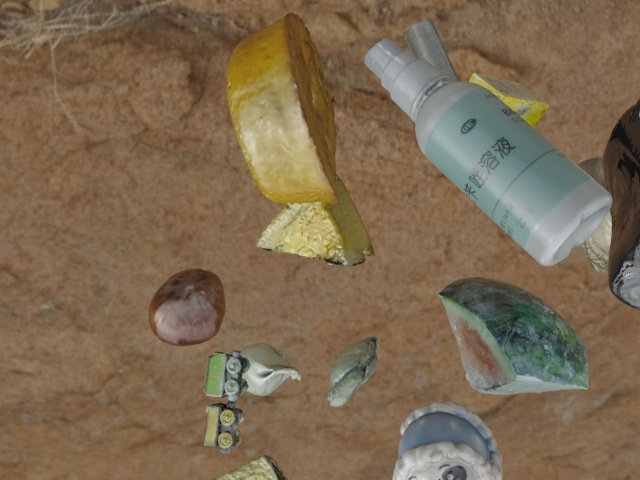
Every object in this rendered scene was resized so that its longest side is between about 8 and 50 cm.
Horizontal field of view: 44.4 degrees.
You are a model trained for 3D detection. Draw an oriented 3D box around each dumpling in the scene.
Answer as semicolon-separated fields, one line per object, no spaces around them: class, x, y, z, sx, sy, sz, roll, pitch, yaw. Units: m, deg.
dumpling;-0.126;0.305;1.866;0.151;0.124;0.228;4;178;-41

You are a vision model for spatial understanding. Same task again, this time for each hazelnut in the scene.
hazelnut;-0.245;0.123;1.452;0.143;0.154;0.143;32;136;37

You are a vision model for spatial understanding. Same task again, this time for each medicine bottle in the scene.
medicine bottle;0.181;-0.125;0.942;0.110;0.352;0.110;-34;156;-18

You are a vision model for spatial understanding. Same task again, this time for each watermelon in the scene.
watermelon;0.422;0.255;1.803;0.228;0.387;0.258;-17;134;-34

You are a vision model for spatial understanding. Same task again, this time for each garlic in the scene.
garlic;0.657;-0.061;1.775;0.237;0.292;0.210;25;124;16

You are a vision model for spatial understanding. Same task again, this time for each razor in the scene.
razor;0.544;-0.066;1.298;0.113;0.349;0.204;11;140;4

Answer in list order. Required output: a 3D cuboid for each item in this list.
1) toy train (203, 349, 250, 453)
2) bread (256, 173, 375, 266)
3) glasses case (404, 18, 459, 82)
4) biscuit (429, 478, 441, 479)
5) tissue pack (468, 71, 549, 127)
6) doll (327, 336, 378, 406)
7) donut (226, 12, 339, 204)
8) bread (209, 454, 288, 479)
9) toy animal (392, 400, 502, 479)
toy train;-0.193;0.321;1.571;0.081;0.203;0.060;2;170;20
bread;0.000;0.000;1.336;0.169;0.140;0.160;-45;79;24
glasses case;0.224;-0.315;1.501;0.047;0.205;0.071;-22;174;-13
biscuit;0.198;0.503;1.184;0.029;0.172;0.255;-7;91;-2
tissue pack;0.390;-0.295;1.658;0.175;0.095;0.062;1;128;-44
doll;0.067;0.251;1.557;0.071;0.214;0.103;42;121;1
donut;-0.046;-0.173;1.100;0.108;0.278;0.278;-14;131;12
bread;-0.100;0.378;1.041;0.147;0.127;0.152;-30;93;2
toy animal;0.235;0.428;1.546;0.208;0.204;0.156;-27;105;24
